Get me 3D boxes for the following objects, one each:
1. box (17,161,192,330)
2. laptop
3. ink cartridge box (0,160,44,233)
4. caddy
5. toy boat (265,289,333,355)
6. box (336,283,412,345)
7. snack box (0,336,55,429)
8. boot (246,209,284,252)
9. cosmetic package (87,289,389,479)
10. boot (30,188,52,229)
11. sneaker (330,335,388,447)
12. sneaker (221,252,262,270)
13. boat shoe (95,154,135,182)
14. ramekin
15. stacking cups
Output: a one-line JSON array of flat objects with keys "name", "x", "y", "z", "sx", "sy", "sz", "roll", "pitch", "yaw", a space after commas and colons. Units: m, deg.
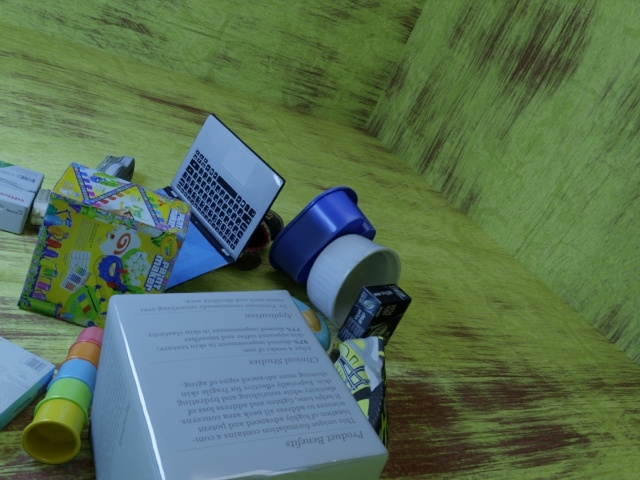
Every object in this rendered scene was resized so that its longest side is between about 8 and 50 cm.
[{"name": "box", "x": -0.467, "y": 0.030, "z": 1.437, "sx": 0.279, "sy": 0.290, "sz": 0.177, "roll": 21, "pitch": 23, "yaw": -15}, {"name": "laptop", "x": -0.370, "y": -0.109, "z": 1.740, "sx": 0.236, "sy": 0.408, "sz": 0.382, "roll": 13, "pitch": 25, "yaw": -52}, {"name": "ink cartridge box", "x": -0.804, "y": -0.116, "z": 1.654, "sx": 0.153, "sy": 0.087, "sz": 0.208, "roll": 18, "pitch": 23, "yaw": -19}, {"name": "caddy", "x": -0.001, "y": -0.010, "z": 1.979, "sx": 0.179, "sy": 0.341, "sz": 0.241, "roll": 49, "pitch": 5, "yaw": 28}, {"name": "toy boat", "x": -0.110, "y": 0.211, "z": 1.593, "sx": 0.267, "sy": 0.148, "sz": 0.318, "roll": 31, "pitch": 24, "yaw": 27}, {"name": "box", "x": 0.152, "y": 0.217, "z": 1.834, "sx": 0.147, "sy": 0.180, "sz": 0.077, "roll": 1, "pitch": 34, "yaw": -47}, {"name": "snack box", "x": -0.659, "y": 0.211, "z": 1.139, "sx": 0.322, "sy": 0.060, "sz": 0.187, "roll": 27, "pitch": 22, "yaw": 3}, {"name": "boot", "x": -0.297, "y": -0.078, "z": 1.977, "sx": 0.377, "sy": 0.138, "sz": 0.284, "roll": 26, "pitch": 9, "yaw": -4}, {"name": "cosmetic package", "x": -0.162, "y": 0.322, "z": 1.039, "sx": 0.329, "sy": 0.327, "sz": 0.394, "roll": 2, "pitch": 32, "yaw": -29}, {"name": "boot", "x": -0.626, "y": -0.031, "z": 1.655, "sx": 0.203, "sy": 0.095, "sz": 0.262, "roll": 4, "pitch": 49, "yaw": -20}, {"name": "sneaker", "x": 0.083, "y": 0.372, "z": 1.538, "sx": 0.147, "sy": 0.145, "sz": 0.385, "roll": -3, "pitch": 25, "yaw": 6}, {"name": "sneaker", "x": -0.267, "y": 0.040, "z": 1.918, "sx": 0.192, "sy": 0.064, "sz": 0.086, "roll": 1, "pitch": 35, "yaw": -44}, {"name": "boat shoe", "x": -0.645, "y": -0.197, "z": 2.007, "sx": 0.094, "sy": 0.109, "sz": 0.302, "roll": 7, "pitch": 16, "yaw": -6}, {"name": "ramekin", "x": 0.091, "y": 0.116, "z": 1.886, "sx": 0.277, "sy": 0.277, "sz": 0.135, "roll": -1, "pitch": 27, "yaw": -47}, {"name": "stacking cups", "x": -0.449, "y": 0.262, "z": 1.208, "sx": 0.096, "sy": 0.096, "sz": 0.316, "roll": 21, "pitch": 23, "yaw": -13}]
